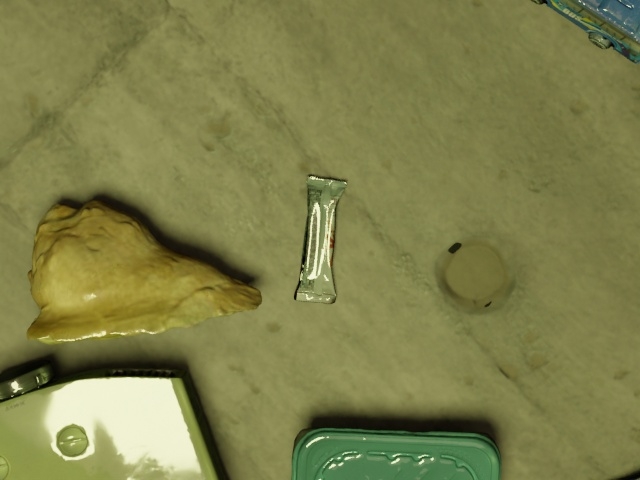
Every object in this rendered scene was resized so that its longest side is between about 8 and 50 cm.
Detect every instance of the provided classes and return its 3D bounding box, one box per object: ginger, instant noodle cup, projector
[{"bbox_3d":[-0.149,0.023,1.030,0.193,0.115,0.122,-3,81,-13],"label":"ginger"},{"bbox_3d":[0.062,0.234,1.075,0.179,0.070,0.157,3,98,-3],"label":"instant noodle cup"},{"bbox_3d":[-0.226,0.201,1.051,0.269,0.088,0.193,-19,96,0],"label":"projector"}]

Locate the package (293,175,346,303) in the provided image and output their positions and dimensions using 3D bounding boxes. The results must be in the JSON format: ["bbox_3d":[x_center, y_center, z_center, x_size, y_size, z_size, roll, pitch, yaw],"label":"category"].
[{"bbox_3d":[0.000,0.000,1.071,0.037,0.015,0.110,5,98,-3],"label":"package"}]

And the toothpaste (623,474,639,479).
[{"bbox_3d":[0.238,0.277,1.099,0.266,0.061,0.096,-34,98,9],"label":"toothpaste"}]

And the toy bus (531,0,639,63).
[{"bbox_3d":[0.221,-0.207,1.031,0.153,0.061,0.051,32,89,-4],"label":"toy bus"}]
